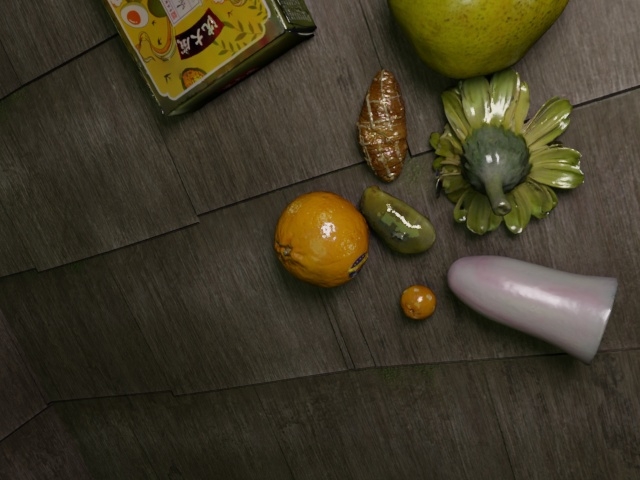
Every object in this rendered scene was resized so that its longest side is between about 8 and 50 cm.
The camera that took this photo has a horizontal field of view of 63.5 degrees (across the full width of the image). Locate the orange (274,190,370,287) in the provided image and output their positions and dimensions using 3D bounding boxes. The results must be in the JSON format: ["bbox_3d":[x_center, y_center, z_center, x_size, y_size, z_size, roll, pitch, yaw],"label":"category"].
[{"bbox_3d":[0.001,0.000,1.131,0.219,0.193,0.219,46,160,23],"label":"orange"}]

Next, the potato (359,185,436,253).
[{"bbox_3d":[0.159,-0.041,1.112,0.188,0.085,0.105,44,120,8],"label":"potato"}]

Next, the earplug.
[{"bbox_3d":[0.400,0.111,1.032,0.301,0.172,0.173,18,117,24],"label":"earplug"}]

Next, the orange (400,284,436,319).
[{"bbox_3d":[0.221,0.140,1.166,0.083,0.070,0.083,12,119,22],"label":"orange"}]

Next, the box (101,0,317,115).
[{"bbox_3d":[-0.266,-0.529,1.073,0.372,0.138,0.421,-21,100,30],"label":"box"}]

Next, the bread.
[{"bbox_3d":[0.123,-0.227,1.057,0.104,0.076,0.233,4,111,21],"label":"bread"}]

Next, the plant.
[{"bbox_3d":[0.302,-0.126,0.955,0.306,0.297,0.261,42,154,-15],"label":"plant"}]

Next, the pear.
[{"bbox_3d":[0.247,-0.416,0.810,0.294,0.294,0.295,9,114,21],"label":"pear"}]
